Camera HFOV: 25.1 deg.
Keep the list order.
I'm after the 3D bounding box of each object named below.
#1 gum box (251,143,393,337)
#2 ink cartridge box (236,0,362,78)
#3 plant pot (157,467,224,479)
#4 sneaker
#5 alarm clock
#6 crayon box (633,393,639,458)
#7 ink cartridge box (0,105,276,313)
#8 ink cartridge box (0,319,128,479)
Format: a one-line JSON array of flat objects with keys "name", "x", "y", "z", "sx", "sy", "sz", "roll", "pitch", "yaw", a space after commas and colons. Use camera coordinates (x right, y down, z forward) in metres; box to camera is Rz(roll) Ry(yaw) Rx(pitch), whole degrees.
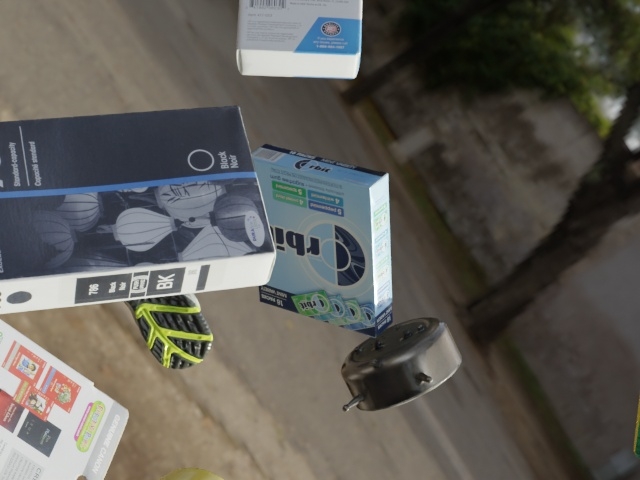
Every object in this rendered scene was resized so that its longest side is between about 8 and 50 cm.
[{"name": "gum box", "x": 0.000, "y": 0.000, "z": 1.549, "sx": 0.157, "sy": 0.041, "sz": 0.184, "roll": 16, "pitch": -55, "yaw": 30}, {"name": "ink cartridge box", "x": -0.022, "y": -0.290, "z": 1.653, "sx": 0.082, "sy": 0.140, "sz": 0.190, "roll": 94, "pitch": -2, "yaw": -73}, {"name": "plant pot", "x": -0.235, "y": 0.485, "z": 2.267, "sx": 0.254, "sy": 0.254, "sz": 0.239, "roll": 57, "pitch": 23, "yaw": -9}, {"name": "sneaker", "x": -0.315, "y": 0.046, "z": 2.491, "sx": 0.147, "sy": 0.145, "sz": 0.384, "roll": -129, "pitch": -163, "yaw": -63}, {"name": "alarm clock", "x": 0.092, "y": 0.127, "z": 1.604, "sx": 0.064, "sy": 0.129, "sz": 0.192, "roll": 65, "pitch": 21, "yaw": -7}, {"name": "crayon box", "x": 0.306, "y": 0.029, "z": 1.092, "sx": 0.165, "sy": 0.081, "sz": 0.278, "roll": 8, "pitch": 89, "yaw": -68}, {"name": "ink cartridge box", "x": -0.217, "y": -0.026, "z": 1.244, "sx": 0.065, "sy": 0.333, "sz": 0.165, "roll": 108, "pitch": -29, "yaw": -57}, {"name": "ink cartridge box", "x": -0.429, "y": 0.288, "z": 1.847, "sx": 0.272, "sy": 0.130, "sz": 0.309, "roll": 39, "pitch": 51, "yaw": -23}]
